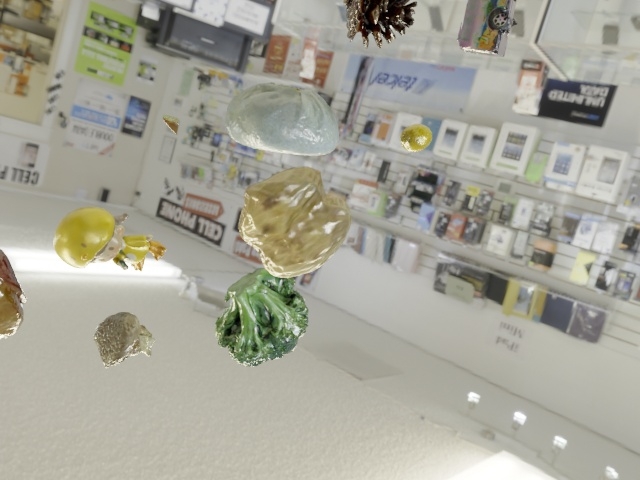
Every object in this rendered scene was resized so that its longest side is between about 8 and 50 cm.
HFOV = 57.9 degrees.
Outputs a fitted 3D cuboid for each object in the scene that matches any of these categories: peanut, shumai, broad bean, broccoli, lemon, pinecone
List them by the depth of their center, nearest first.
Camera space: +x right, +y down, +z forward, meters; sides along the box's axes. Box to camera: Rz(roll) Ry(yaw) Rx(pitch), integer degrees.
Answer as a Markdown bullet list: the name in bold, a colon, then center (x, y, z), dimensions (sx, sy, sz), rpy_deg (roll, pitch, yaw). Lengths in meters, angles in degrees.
- **peanut**: center (-0.049, -0.034, 1.058), dimensions (0.233, 0.197, 0.110), rpy_deg (50, -176, -36)
- **broad bean**: center (-0.664, 0.101, 1.152), dimensions (0.122, 0.228, 0.156), rpy_deg (-25, -127, -32)
- **shumai**: center (-0.458, 0.243, 1.380), dimensions (0.146, 0.145, 0.116), rpy_deg (22, 167, 40)
- **pinecone**: center (0.153, -0.596, 1.497), dimensions (0.208, 0.207, 0.208), rpy_deg (16, -173, -2)
- **broccoli**: center (-0.162, 0.187, 1.503), dimensions (0.265, 0.245, 0.294), rpy_deg (-5, -144, 15)
- **lemon**: center (0.280, -0.301, 1.707), dimensions (0.111, 0.082, 0.082), rpy_deg (-22, -150, -33)

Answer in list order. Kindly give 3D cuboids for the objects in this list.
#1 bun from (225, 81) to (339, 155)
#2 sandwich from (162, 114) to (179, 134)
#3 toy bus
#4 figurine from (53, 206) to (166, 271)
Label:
- **bun**: center (-0.112, -0.379, 1.810), dimensions (0.362, 0.211, 0.362), rpy_deg (12, -168, -3)
- **sandwich**: center (-0.527, -0.421, 2.080), dimensions (0.083, 0.044, 0.030), rpy_deg (51, -156, -41)
- **toy bus**: center (0.462, -0.657, 1.539), dimensions (0.138, 0.316, 0.112), rpy_deg (15, -166, 25)
- **figurine**: center (-0.686, 0.014, 1.876), dimensions (0.187, 0.215, 0.344), rpy_deg (52, -167, 33)
